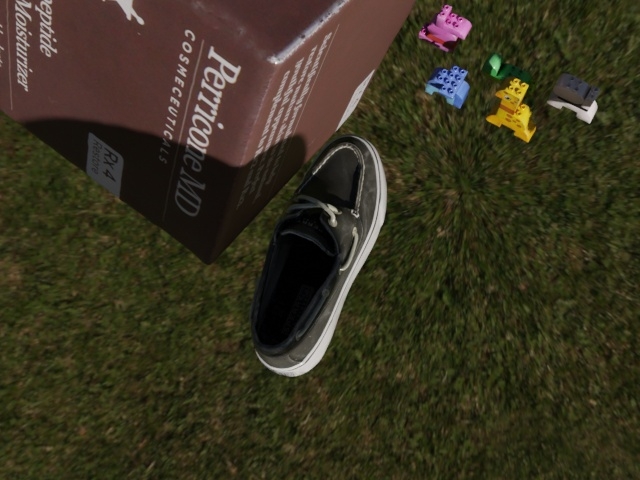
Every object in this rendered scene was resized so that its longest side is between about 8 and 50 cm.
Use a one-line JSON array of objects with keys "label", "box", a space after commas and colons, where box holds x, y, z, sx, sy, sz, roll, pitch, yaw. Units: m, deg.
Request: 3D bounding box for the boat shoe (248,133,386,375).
[{"label": "boat shoe", "box": [0.000, 0.000, 0.713, 0.077, 0.070, 0.219, 11, 67, 16]}]

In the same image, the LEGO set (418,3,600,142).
[{"label": "LEGO set", "box": [0.203, -0.183, 0.991, 0.227, 0.093, 0.087, 28, 78, 9]}]

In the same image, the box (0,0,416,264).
[{"label": "box", "box": [-0.073, -0.136, 0.445, 0.203, 0.168, 0.167, 37, 56, 6]}]
